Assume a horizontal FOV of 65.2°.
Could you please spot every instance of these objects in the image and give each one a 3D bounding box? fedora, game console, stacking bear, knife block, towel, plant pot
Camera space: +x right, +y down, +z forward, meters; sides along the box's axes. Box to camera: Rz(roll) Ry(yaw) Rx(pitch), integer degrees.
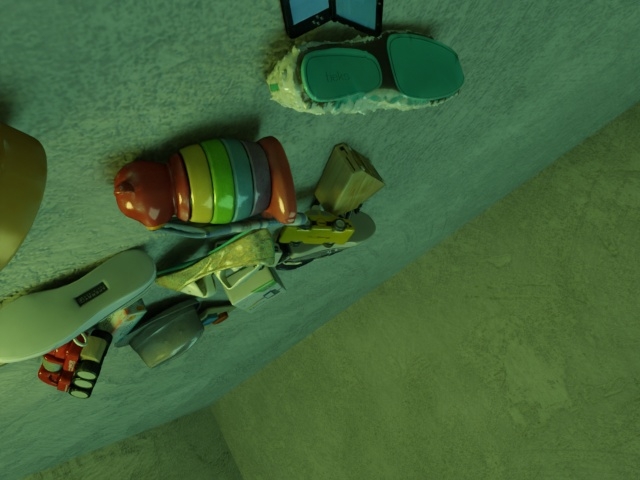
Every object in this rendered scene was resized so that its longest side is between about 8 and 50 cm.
[{"bbox_3d":[-0.466,0.297,1.524,0.276,0.124,0.243,-31,171,-26],"label":"fedora"},{"bbox_3d":[0.015,-0.335,0.705,0.124,0.085,0.144,-29,162,-6],"label":"game console"},{"bbox_3d":[-0.212,-0.094,0.888,0.289,0.164,0.175,-10,-167,-24],"label":"stacking bear"},{"bbox_3d":[0.038,-0.121,1.316,0.242,0.088,0.276,-37,162,17],"label":"knife block"},{"bbox_3d":[-0.191,-0.037,1.063,0.209,0.034,0.285,7,-167,39],"label":"towel"},{"bbox_3d":[-0.451,-0.067,0.547,0.205,0.205,0.188,-36,145,16],"label":"plant pot"}]

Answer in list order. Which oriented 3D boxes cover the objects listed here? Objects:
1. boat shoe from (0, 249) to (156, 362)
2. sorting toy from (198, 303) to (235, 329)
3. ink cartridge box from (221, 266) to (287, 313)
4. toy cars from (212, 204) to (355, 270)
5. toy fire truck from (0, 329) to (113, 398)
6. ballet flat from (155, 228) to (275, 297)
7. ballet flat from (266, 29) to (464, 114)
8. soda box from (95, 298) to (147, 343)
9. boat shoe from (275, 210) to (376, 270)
[{"bbox_3d":[-0.533,0.151,1.102,0.367,0.135,0.156,-34,168,-23],"label":"boat shoe"},{"bbox_3d":[-0.447,0.321,1.759,0.307,0.041,0.229,-36,170,15],"label":"sorting toy"},{"bbox_3d":[-0.214,0.154,1.652,0.154,0.093,0.212,-31,164,-2],"label":"ink cartridge box"},{"bbox_3d":[-0.109,-0.010,1.322,0.394,0.087,0.176,-18,151,15],"label":"toy cars"},{"bbox_3d":[-0.693,0.312,1.279,0.247,0.158,0.217,21,137,-18],"label":"toy fire truck"},{"bbox_3d":[-0.258,0.075,1.212,0.349,0.123,0.123,-23,166,21],"label":"ballet flat"},{"bbox_3d":[0.081,-0.296,0.896,0.409,0.146,0.147,-13,156,-35],"label":"ballet flat"},{"bbox_3d":[-0.539,0.214,1.347,0.063,0.058,0.183,-8,152,-50],"label":"soda box"},{"bbox_3d":[0.000,0.000,1.563,0.341,0.127,0.158,-11,161,-29],"label":"boat shoe"}]
